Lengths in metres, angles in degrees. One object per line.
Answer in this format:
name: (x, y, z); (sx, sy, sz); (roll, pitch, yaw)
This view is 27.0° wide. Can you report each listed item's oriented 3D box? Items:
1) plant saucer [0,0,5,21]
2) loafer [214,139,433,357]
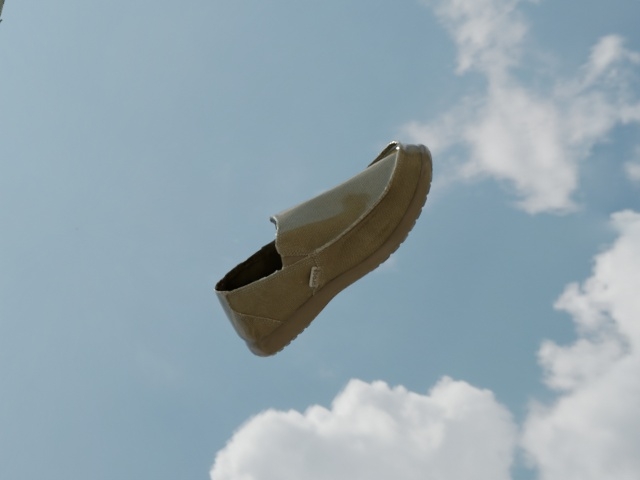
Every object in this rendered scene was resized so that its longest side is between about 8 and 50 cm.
plant saucer: (-0.193, -0.106, 0.446); (0.195, 0.037, 0.194); (2, -72, 8)
loafer: (0.000, 0.000, 0.703); (0.050, 0.056, 0.148); (38, -77, -21)
